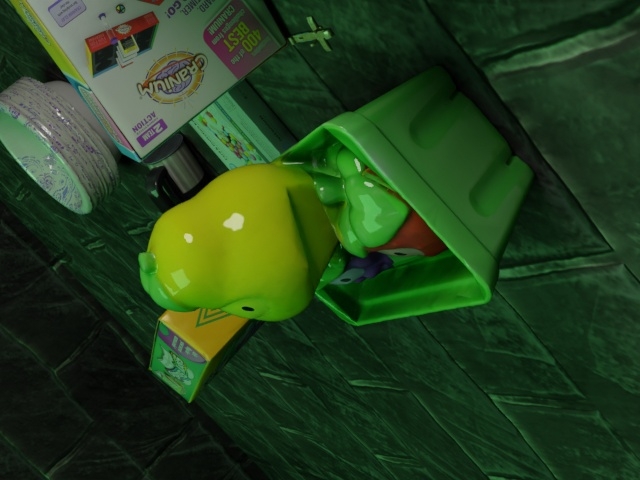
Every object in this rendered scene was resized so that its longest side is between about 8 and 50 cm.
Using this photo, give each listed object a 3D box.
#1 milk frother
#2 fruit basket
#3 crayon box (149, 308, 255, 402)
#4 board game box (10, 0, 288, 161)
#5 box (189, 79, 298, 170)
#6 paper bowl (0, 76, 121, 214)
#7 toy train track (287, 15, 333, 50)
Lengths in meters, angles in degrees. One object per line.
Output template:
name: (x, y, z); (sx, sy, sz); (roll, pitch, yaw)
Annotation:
milk frother: (-0.218, -0.108, 1.548); (0.143, 0.129, 0.134); (-21, 123, 17)
fruit basket: (0.000, 0.000, 1.005); (0.283, 0.392, 0.392); (47, 157, -9)
crayon box: (-0.128, 0.088, 1.433); (0.106, 0.313, 0.363); (42, 157, 4)
board game box: (-0.210, -0.285, 1.003); (0.064, 0.242, 0.316); (26, 152, 54)
box: (-0.124, -0.168, 1.337); (0.145, 0.038, 0.186); (50, 158, -14)
paper bowl: (-0.510, -0.202, 1.773); (0.284, 0.148, 0.284); (36, 157, 18)
toy train track: (-0.015, -0.240, 1.060); (0.083, 0.014, 0.048); (9, 140, 55)
